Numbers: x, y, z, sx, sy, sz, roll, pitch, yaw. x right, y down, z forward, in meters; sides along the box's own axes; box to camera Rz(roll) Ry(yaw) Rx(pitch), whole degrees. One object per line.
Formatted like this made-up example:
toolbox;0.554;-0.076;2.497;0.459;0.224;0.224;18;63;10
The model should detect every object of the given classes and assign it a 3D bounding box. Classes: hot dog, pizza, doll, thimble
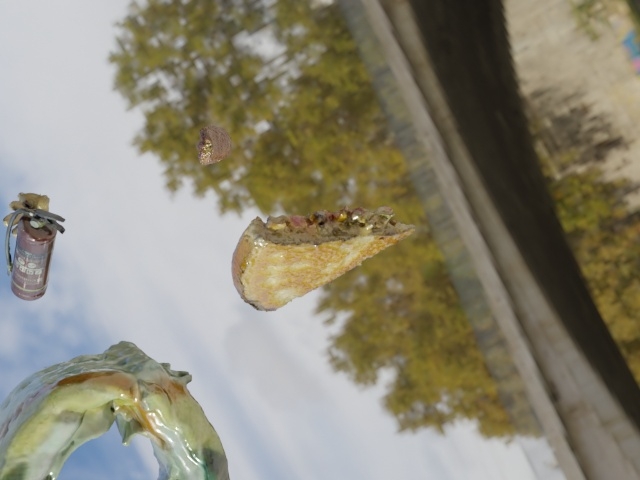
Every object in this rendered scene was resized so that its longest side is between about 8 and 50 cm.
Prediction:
hot dog;-0.164;-0.144;2.078;0.083;0.035;0.058;-29;-59;-69
pizza;0.000;0.000;1.417;0.188;0.199;0.062;101;150;-66
doll;-0.419;-0.033;1.945;0.061;0.051;0.093;54;-135;-15
thimble;-0.221;0.251;1.411;0.254;0.288;0.167;10;-176;-22

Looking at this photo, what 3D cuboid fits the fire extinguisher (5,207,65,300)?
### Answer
fire extinguisher;-0.315;0.009;1.503;0.064;0.158;0.043;26;-127;2
